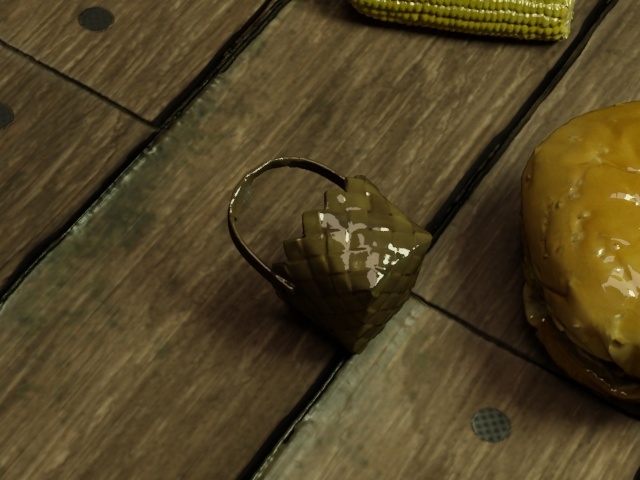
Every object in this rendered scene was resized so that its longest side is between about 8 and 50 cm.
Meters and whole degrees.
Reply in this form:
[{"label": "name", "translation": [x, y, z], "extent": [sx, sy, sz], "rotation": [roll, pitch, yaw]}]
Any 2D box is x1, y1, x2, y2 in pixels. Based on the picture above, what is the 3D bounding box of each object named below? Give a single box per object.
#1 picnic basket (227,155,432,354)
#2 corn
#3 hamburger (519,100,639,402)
[{"label": "picnic basket", "translation": [0.000, 0.000, 1.454], "extent": [0.178, 0.138, 0.128], "rotation": [35, 57, 13]}, {"label": "corn", "translation": [0.146, -0.256, 1.705], "extent": [0.248, 0.081, 0.081], "rotation": [8, 52, -1]}, {"label": "hamburger", "translation": [0.322, 0.006, 1.475], "extent": [0.318, 0.158, 0.319], "rotation": [4, 53, -6]}]
